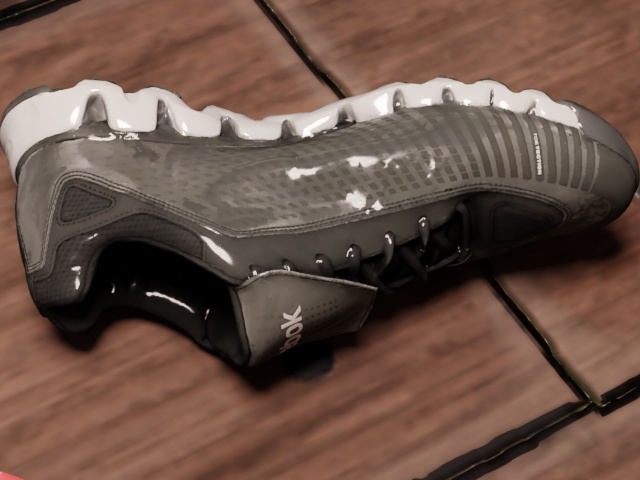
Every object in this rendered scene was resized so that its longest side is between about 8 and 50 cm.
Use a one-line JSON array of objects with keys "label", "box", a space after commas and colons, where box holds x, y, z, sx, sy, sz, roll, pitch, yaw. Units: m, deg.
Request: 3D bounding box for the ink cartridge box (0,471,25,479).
[{"label": "ink cartridge box", "box": [-0.034, 0.142, 0.482, 0.134, 0.231, 0.078, 19, 53, 6]}]

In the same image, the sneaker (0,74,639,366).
[{"label": "sneaker", "box": [0.000, 0.000, 0.695, 0.234, 0.078, 0.106, 1, 56, -3]}]
